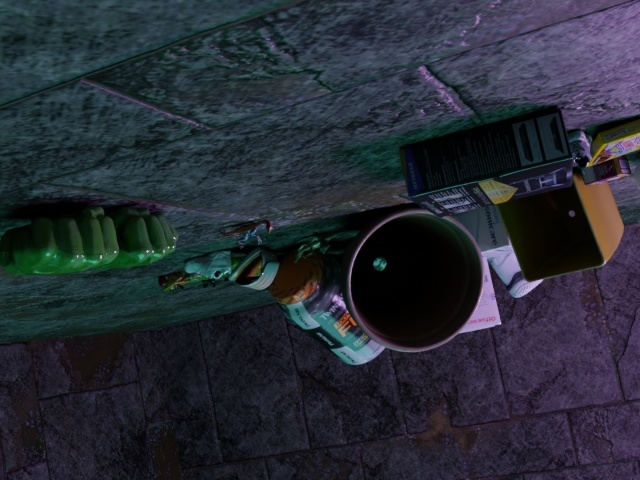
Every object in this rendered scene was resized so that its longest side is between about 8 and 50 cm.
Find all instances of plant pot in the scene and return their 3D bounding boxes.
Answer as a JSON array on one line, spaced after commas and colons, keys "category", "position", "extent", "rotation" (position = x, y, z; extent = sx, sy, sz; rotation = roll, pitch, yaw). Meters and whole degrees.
[{"category": "plant pot", "position": [0.565, -0.048, 1.864], "extent": [0.187, 0.212, 0.212], "rotation": [-21, -179, -41]}, {"category": "plant pot", "position": [0.177, 0.075, 1.922], "extent": [0.323, 0.323, 0.280], "rotation": [-10, -172, -13]}]

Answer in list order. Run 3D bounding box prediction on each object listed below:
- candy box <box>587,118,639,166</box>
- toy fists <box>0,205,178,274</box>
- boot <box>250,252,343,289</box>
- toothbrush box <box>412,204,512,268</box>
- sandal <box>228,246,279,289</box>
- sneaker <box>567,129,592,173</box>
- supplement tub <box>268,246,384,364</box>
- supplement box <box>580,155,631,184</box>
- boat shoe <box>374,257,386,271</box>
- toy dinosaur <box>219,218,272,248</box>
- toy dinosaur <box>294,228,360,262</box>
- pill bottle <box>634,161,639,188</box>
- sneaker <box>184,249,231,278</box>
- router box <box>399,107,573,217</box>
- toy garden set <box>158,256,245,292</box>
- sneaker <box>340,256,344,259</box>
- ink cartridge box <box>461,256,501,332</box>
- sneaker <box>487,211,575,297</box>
[{"category": "candy box", "position": [0.528, -0.174, 1.440], "extent": [0.105, 0.027, 0.206], "rotation": [-21, 171, 8]}, {"category": "toy fists", "position": [-0.334, -0.002, 1.233], "extent": [0.142, 0.096, 0.279], "rotation": [-4, 179, 32]}, {"category": "boot", "position": [-0.070, 0.088, 2.327], "extent": [0.248, 0.090, 0.207], "rotation": [-17, 168, 12]}, {"category": "toothbrush box", "position": [0.373, -0.008, 2.123], "extent": [0.295, 0.126, 0.216], "rotation": [-17, 170, 29]}, {"category": "sandal", "position": [-0.141, 0.075, 2.044], "extent": [0.102, 0.076, 0.265], "rotation": [-48, 169, 11]}, {"category": "sneaker", "position": [0.441, -0.146, 1.387], "extent": [0.038, 0.069, 0.098], "rotation": [-15, 172, 32]}, {"category": "supplement tub", "position": [0.029, 0.172, 2.198], "extent": [0.207, 0.207, 0.338], "rotation": [-17, 136, 37]}, {"category": "supplement box", "position": [0.600, -0.147, 1.724], "extent": [0.055, 0.043, 0.083], "rotation": [-5, 171, -46]}, {"category": "boat shoe", "position": [0.119, 0.079, 2.309], "extent": [0.091, 0.109, 0.305], "rotation": [19, 160, -4]}, {"category": "toy dinosaur", "position": [-0.138, -0.018, 1.615], "extent": [0.090, 0.047, 0.082], "rotation": [11, 141, -44]}, {"category": "toy dinosaur", "position": [0.000, 0.000, 1.977], "extent": [0.183, 0.053, 0.092], "rotation": [-26, -174, 16]}, {"category": "pill bottle", "position": [0.746, -0.138, 1.762], "extent": [0.108, 0.108, 0.193], "rotation": [-17, 171, 39]}, {"category": "sneaker", "position": [-0.271, 0.065, 1.958], "extent": [0.152, 0.061, 0.054], "rotation": [-15, 173, 40]}, {"category": "router box", "position": [0.278, -0.115, 1.329], "extent": [0.243, 0.081, 0.309], "rotation": [-14, 172, 15]}, {"category": "toy garden set", "position": [-0.292, 0.094, 2.183], "extent": [0.204, 0.049, 0.244], "rotation": [-5, 170, -42]}, {"category": "sneaker", "position": [0.121, 0.102, 2.561], "extent": [0.330, 0.147, 0.130], "rotation": [-30, -167, -19]}, {"category": "ink cartridge box", "position": [0.358, 0.145, 2.076], "extent": [0.128, 0.176, 0.127], "rotation": [-8, 170, -16]}, {"category": "sneaker", "position": [0.593, -0.035, 2.250], "extent": [0.366, 0.210, 0.137], "rotation": [-45, 177, -8]}]
